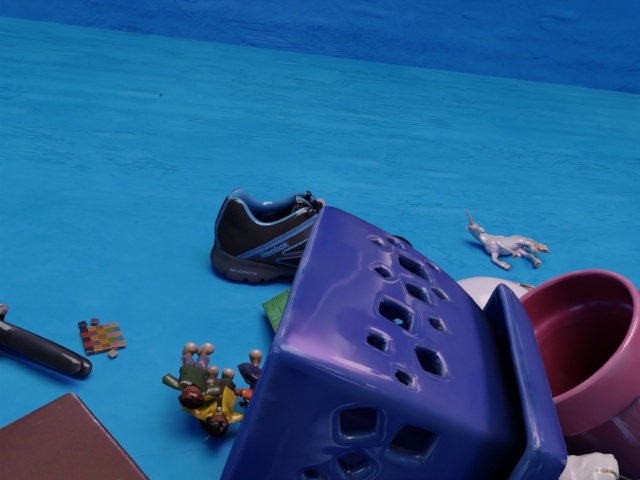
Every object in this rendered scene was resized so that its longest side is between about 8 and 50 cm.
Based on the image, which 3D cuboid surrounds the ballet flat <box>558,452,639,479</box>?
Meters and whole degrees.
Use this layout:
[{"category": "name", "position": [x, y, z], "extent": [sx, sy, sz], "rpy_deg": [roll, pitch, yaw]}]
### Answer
[{"category": "ballet flat", "position": [0.280, 0.236, 0.555], "extent": [0.203, 0.074, 0.074], "rpy_deg": [18, 31, 14]}]

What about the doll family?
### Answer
[{"category": "doll family", "position": [-0.084, 0.185, 0.684], "extent": [0.193, 0.076, 0.111], "rpy_deg": [7, 25, -11]}]

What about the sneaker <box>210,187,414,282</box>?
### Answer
[{"category": "sneaker", "position": [0.000, 0.000, 0.961], "extent": [0.341, 0.139, 0.125], "rpy_deg": [3, 30, -13]}]

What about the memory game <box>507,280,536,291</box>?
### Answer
[{"category": "memory game", "position": [0.377, 0.102, 0.939], "extent": [0.186, 0.012, 0.186], "rpy_deg": [22, -3, 1]}]

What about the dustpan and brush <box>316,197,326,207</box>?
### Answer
[{"category": "dustpan and brush", "position": [-0.015, -0.047, 1.108], "extent": [0.211, 0.060, 0.147], "rpy_deg": [-10, 7, -38]}]

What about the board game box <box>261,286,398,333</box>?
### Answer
[{"category": "board game box", "position": [0.010, 0.107, 0.767], "extent": [0.136, 0.030, 0.259], "rpy_deg": [-31, 23, -4]}]

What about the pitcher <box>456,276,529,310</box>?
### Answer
[{"category": "pitcher", "position": [0.280, 0.112, 0.830], "extent": [0.207, 0.177, 0.125], "rpy_deg": [12, 62, -1]}]

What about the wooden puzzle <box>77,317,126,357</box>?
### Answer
[{"category": "wooden puzzle", "position": [-0.285, 0.127, 0.783], "extent": [0.049, 0.006, 0.083], "rpy_deg": [-8, 34, -29]}]

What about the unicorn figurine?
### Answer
[{"category": "unicorn figurine", "position": [0.353, 0.008, 1.153], "extent": [0.162, 0.060, 0.111], "rpy_deg": [13, 25, -30]}]

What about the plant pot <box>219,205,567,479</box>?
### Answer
[{"category": "plant pot", "position": [0.050, 0.139, 0.488], "extent": [0.212, 0.235, 0.236], "rpy_deg": [19, 27, 0]}]

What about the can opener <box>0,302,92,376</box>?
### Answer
[{"category": "can opener", "position": [-0.362, 0.125, 0.729], "extent": [0.186, 0.073, 0.059], "rpy_deg": [18, -8, 6]}]

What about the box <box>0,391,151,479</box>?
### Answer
[{"category": "box", "position": [-0.107, 0.293, 0.365], "extent": [0.143, 0.191, 0.381], "rpy_deg": [-25, 44, -39]}]

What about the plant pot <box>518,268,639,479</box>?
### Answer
[{"category": "plant pot", "position": [0.311, 0.165, 0.681], "extent": [0.180, 0.201, 0.201], "rpy_deg": [47, 27, -14]}]
